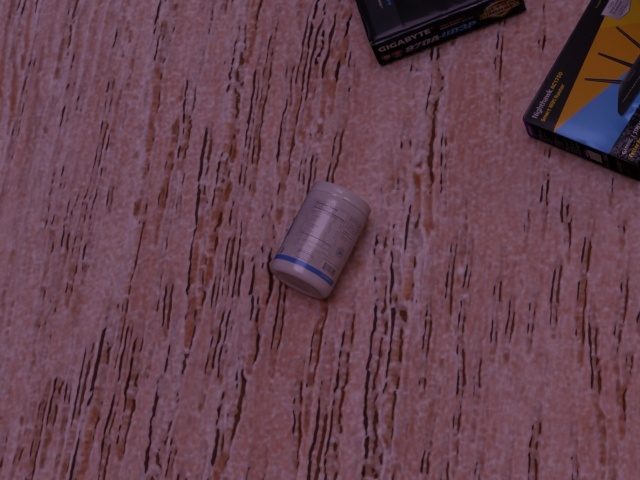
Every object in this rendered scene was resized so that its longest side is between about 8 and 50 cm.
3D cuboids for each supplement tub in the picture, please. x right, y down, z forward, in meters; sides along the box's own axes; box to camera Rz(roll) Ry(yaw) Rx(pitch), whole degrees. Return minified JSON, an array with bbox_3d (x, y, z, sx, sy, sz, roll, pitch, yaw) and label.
[{"bbox_3d":[0.000,0.000,1.448,0.071,0.071,0.107,20,74,24],"label":"supplement tub"}]

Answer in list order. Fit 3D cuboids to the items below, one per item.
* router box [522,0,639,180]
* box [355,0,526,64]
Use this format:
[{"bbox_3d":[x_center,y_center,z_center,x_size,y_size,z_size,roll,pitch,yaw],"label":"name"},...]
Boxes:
[{"bbox_3d":[0.310,-0.165,1.438,0.133,0.046,0.178,25,77,25],"label":"router box"},{"bbox_3d":[0.114,-0.323,1.564,0.175,0.051,0.220,-19,63,8],"label":"box"}]
